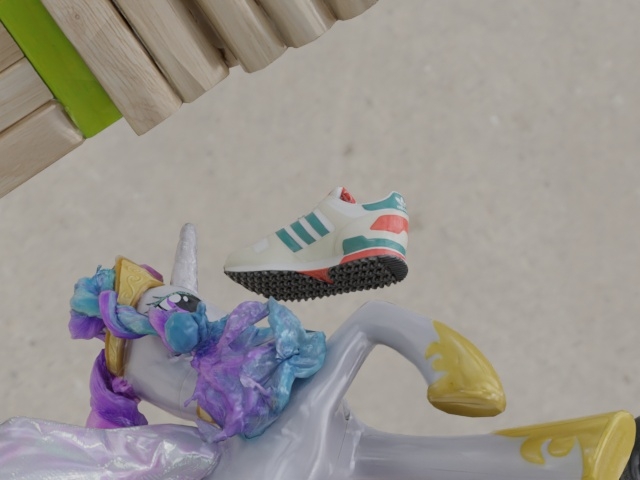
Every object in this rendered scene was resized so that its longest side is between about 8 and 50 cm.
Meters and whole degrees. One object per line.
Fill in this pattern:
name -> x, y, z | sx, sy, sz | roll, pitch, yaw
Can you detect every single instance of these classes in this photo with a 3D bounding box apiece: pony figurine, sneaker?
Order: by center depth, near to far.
pony figurine -> -0.052, 0.169, 1.039 | 0.351, 0.363, 0.303 | -62, 144, -16
sneaker -> 0.000, 0.000, 1.406 | 0.057, 0.161, 0.075 | 40, 51, -47

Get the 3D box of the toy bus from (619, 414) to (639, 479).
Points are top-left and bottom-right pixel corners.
toy bus -> 0.339, 0.177, 1.281 | 0.149, 0.220, 0.211 | 2, 47, -57

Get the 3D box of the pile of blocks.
pile of blocks -> -0.055, -0.124, 0.678 | 0.112, 0.362, 0.149 | 56, 30, -20
